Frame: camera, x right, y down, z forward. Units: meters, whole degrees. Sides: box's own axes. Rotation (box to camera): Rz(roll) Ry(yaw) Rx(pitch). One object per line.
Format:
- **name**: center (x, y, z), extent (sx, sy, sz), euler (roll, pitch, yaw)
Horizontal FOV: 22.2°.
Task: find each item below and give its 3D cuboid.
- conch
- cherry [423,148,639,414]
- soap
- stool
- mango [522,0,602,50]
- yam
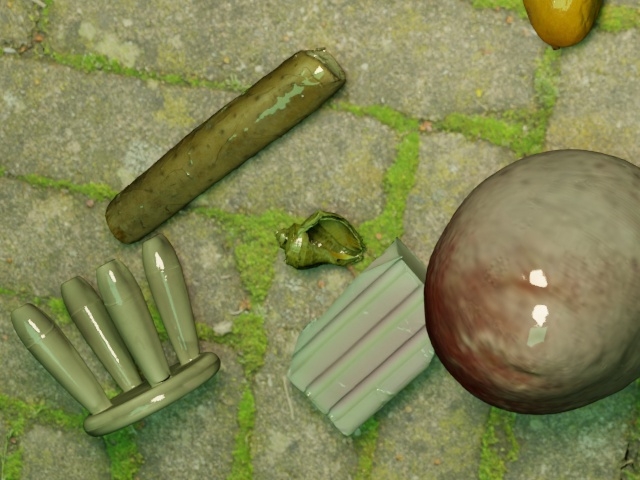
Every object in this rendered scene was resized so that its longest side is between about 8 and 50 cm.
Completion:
- **conch**: center (0.000, 0.000, 2.036), extent (0.121, 0.074, 0.089), euler (13, 146, -8)
- **cherry**: center (0.272, 0.045, 1.844), extent (0.326, 0.335, 0.291), euler (-41, 76, -6)
- **soap**: center (0.068, 0.116, 2.045), extent (0.145, 0.091, 0.230), euler (45, 113, -3)
- **stool**: center (-0.254, 0.124, 2.088), extent (0.195, 0.195, 0.199), euler (-25, 96, 22)
- **mango**: center (0.276, -0.312, 1.858), extent (0.098, 0.075, 0.190), euler (1, 103, 0)
- **yam**: center (-0.126, -0.116, 2.038), extent (0.371, 0.083, 0.083), euler (-36, 93, 22)
